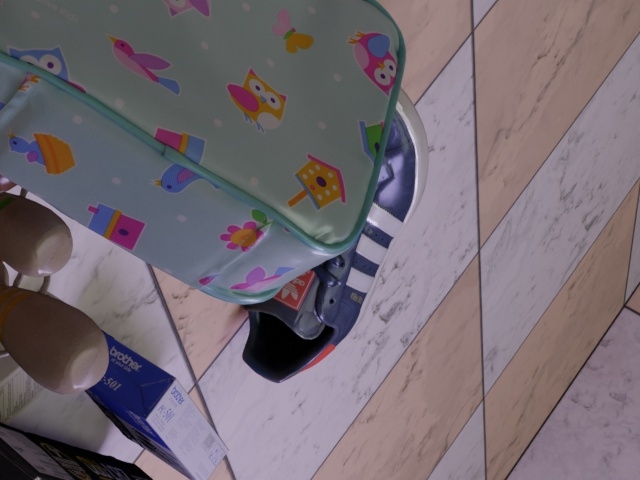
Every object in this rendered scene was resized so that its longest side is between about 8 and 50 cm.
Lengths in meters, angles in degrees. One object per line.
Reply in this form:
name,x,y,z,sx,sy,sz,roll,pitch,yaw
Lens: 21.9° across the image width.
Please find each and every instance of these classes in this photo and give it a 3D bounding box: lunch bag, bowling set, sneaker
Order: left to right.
bowling set,-0.181,-0.064,1.076,0.287,0.154,0.200,-57,141,-5
lunch bag,-0.085,-0.106,0.972,0.108,0.279,0.224,-38,-151,44
sneaker,0.000,0.000,1.539,0.148,0.131,0.350,-46,156,-43

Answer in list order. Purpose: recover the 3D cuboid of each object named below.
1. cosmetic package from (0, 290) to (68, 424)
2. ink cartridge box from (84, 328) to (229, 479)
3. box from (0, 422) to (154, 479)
cosmetic package,-0.234,0.096,1.257,0.115,0.041,0.060,-41,154,-40
ink cartridge box,-0.150,0.146,1.438,0.046,0.097,0.207,-54,159,-15
box,-0.276,0.306,1.311,0.318,0.097,0.395,-51,163,-4
